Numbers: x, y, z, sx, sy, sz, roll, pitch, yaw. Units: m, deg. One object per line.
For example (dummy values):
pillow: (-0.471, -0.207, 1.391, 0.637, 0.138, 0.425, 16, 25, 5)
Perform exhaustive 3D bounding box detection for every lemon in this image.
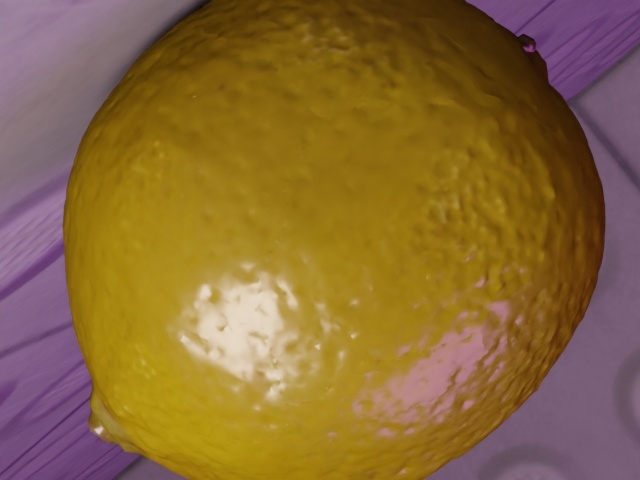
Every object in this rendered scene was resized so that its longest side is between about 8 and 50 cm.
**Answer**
lemon: (0.000, 0.000, 0.639, 0.203, 0.178, 0.178, -40, 175, -8)
